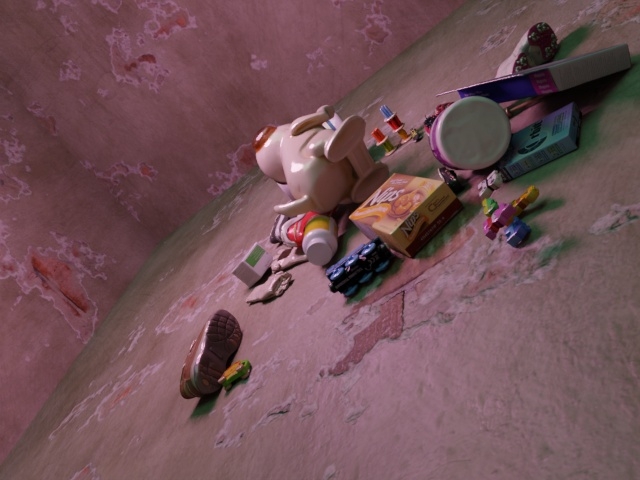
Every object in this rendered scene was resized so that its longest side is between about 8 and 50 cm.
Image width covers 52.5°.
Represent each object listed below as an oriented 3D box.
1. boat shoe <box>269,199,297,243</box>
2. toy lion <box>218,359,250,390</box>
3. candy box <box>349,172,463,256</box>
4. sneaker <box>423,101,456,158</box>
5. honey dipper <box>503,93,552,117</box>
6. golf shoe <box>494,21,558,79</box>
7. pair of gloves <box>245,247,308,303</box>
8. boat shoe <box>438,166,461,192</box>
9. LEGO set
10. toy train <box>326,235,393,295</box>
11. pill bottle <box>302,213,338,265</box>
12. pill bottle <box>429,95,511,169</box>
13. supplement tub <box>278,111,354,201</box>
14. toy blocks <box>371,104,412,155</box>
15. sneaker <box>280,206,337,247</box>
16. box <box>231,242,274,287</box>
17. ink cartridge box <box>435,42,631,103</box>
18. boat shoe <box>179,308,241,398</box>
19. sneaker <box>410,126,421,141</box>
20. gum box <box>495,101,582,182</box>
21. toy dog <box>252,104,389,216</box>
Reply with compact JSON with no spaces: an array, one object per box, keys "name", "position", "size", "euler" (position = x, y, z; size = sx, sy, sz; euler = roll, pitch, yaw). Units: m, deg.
[{"name":"boat shoe","position":[-0.135,-0.071,2.408],"size":[0.070,0.078,0.219],"euler":[-27,24,36]},{"name":"toy lion","position":[-0.221,0.341,1.694],"size":[0.100,0.034,0.096],"euler":[-35,11,20]},{"name":"candy box","position":[0.208,-0.074,1.661],"size":[0.183,0.087,0.316],"euler":[-43,17,-5]},{"name":"sneaker","position":[0.381,-0.332,1.893],"size":[0.120,0.112,0.299],"euler":[4,29,33]},{"name":"honey dipper","position":[0.545,-0.365,1.737],"size":[0.160,0.030,0.030],"euler":[-25,24,40]},{"name":"golf shoe","position":[0.589,-0.529,1.905],"size":[0.306,0.115,0.140],"euler":[-51,16,-30]},{"name":"pair of gloves","position":[-0.130,0.099,2.053],"size":[0.204,0.042,0.240],"euler":[-16,32,54]},{"name":"boat shoe","position":[0.333,-0.158,1.670],"size":[0.042,0.049,0.133],"euler":[-33,22,14]},{"name":"LEGO set","position":[0.381,-0.072,1.285],"size":[0.093,0.087,0.227],"euler":[-50,12,28]},{"name":"toy train","position":[0.095,0.061,1.605],"size":[0.184,0.080,0.105],"euler":[-39,12,10]},{"name":"pill bottle","position":[0.000,0.000,1.905],"size":[0.103,0.103,0.184],"euler":[-36,18,17]},{"name":"pill bottle","position":[0.356,-0.255,1.596],"size":[0.169,0.169,0.301],"euler":[-39,2,8]},{"name":"supplement tub","position":[-0.006,-0.294,2.400],"size":[0.324,0.235,0.235],"euler":[-39,17,7]},{"name":"toy blocks","position":[0.231,-0.386,2.258],"size":[0.123,0.148,0.054],"euler":[-37,18,14]},{"name":"sneaker","position":[-0.008,-0.058,2.098],"size":[0.118,0.107,0.279],"euler":[7,39,37]},{"name":"box","position":[-0.227,0.083,2.191],"size":[0.102,0.087,0.101],"euler":[-41,12,50]},{"name":"ink cartridge box","position":[0.505,-0.381,1.573],"size":[0.329,0.072,0.324],"euler":[-21,12,-22]},{"name":"boat shoe","position":[-0.317,0.313,1.817],"size":[0.116,0.123,0.324],"euler":[-36,17,26]},{"name":"sneaker","position":[0.317,-0.358,2.196],"size":[0.031,0.035,0.083],"euler":[-38,18,14]},{"name":"gum box","position":[0.497,-0.223,1.480],"size":[0.184,0.041,0.157],"euler":[-28,22,40]},{"name":"toy dog","position":[-0.041,-0.247,2.104],"size":[0.395,0.284,0.407],"euler":[-52,43,-6]}]
